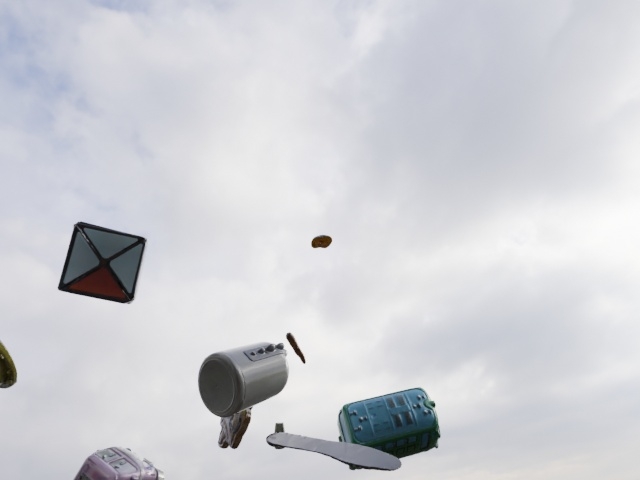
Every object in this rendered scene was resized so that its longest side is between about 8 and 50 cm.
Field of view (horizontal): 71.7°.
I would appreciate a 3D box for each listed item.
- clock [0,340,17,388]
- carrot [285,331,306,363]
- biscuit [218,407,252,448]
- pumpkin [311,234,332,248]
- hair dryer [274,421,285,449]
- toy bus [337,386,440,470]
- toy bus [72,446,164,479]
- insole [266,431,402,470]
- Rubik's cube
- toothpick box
[{"bbox_3d":[-0.790,0.254,0.994,0.236,0.057,0.237,11,-60,20],"label":"clock"},{"bbox_3d":[-0.102,0.462,1.890,0.035,0.036,0.165,-24,-79,21],"label":"carrot"},{"bbox_3d":[-0.347,0.704,1.779,0.041,0.208,0.291,24,-87,-31],"label":"biscuit"},{"bbox_3d":[-0.001,0.000,1.535,0.083,0.028,0.050,-3,-56,-32],"label":"pumpkin"},{"bbox_3d":[-0.136,0.852,1.920,0.154,0.106,0.054,-7,-15,33],"label":"hair dryer"},{"bbox_3d":[0.231,0.618,1.486,0.343,0.184,0.200,-10,-47,-10],"label":"toy bus"},{"bbox_3d":[-0.435,0.536,0.899,0.141,0.203,0.142,8,-31,36],"label":"toy bus"},{"bbox_3d":[0.027,0.518,1.093,0.348,0.009,0.119,3,-4,19],"label":"insole"},{"bbox_3d":[-0.780,0.089,1.615,0.249,0.249,0.246,15,-12,-19],"label":"Rubik's cube"},{"bbox_3d":[-0.241,0.459,1.549,0.229,0.229,0.316,-33,-18,31],"label":"toothpick box"}]
